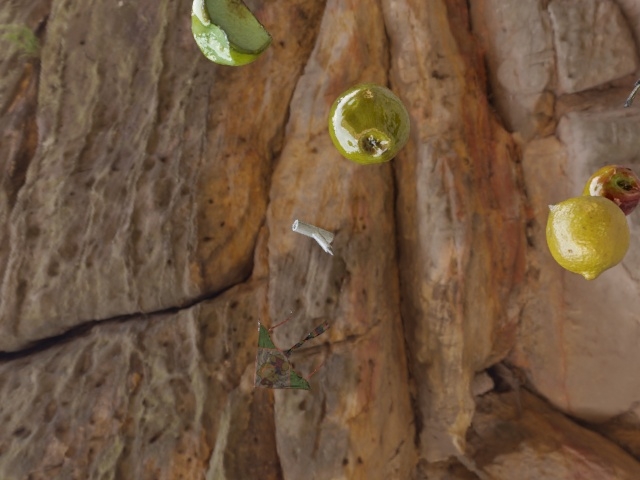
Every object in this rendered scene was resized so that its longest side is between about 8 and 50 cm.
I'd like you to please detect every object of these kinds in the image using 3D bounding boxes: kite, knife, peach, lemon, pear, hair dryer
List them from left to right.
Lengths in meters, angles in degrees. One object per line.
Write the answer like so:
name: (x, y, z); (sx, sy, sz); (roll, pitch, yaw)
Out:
pear: (-0.331, -0.690, 1.681); (0.292, 0.159, 0.292); (34, 160, 15)
kite: (-0.064, 0.239, 1.119); (0.244, 0.006, 0.198); (-36, -86, -41)
hair dryer: (-0.007, -0.002, 1.778); (0.044, 0.154, 0.183); (-64, 24, 17)
pear: (0.166, -0.437, 1.846); (0.287, 0.287, 0.375); (71, -174, -50)
lemon: (0.816, -0.012, 1.567); (0.228, 0.228, 0.254); (-40, -67, -84)
peach: (0.996, -0.157, 1.760); (0.197, 0.197, 0.197); (-13, -90, -85)
knife: (0.995, -0.503, 1.560); (0.222, 0.045, 0.021); (98, 167, -47)
